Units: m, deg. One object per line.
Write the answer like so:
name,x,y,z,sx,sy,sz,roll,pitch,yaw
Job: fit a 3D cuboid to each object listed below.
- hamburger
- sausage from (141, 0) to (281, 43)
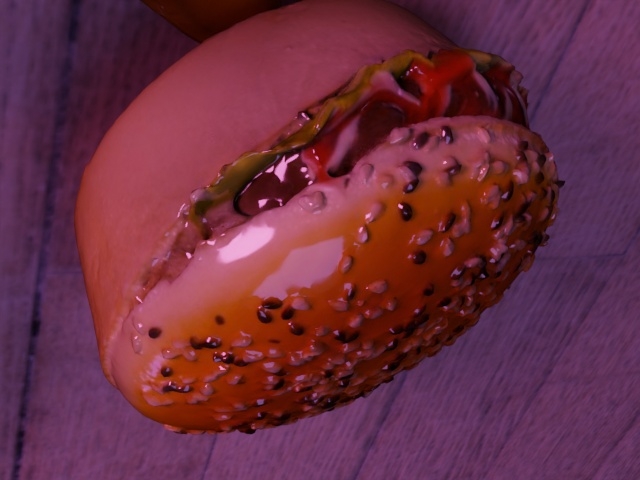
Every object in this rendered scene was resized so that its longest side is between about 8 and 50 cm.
hamburger,0.000,0.000,0.598,0.300,0.176,0.300,-28,157,-13
sausage,-0.084,-0.154,0.526,0.183,0.054,0.062,31,79,-43
